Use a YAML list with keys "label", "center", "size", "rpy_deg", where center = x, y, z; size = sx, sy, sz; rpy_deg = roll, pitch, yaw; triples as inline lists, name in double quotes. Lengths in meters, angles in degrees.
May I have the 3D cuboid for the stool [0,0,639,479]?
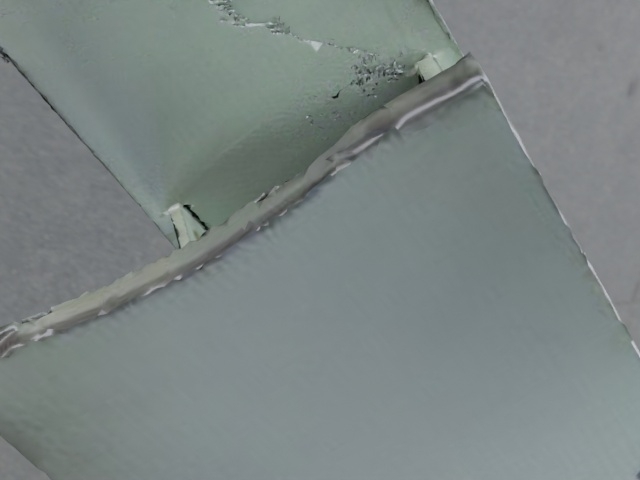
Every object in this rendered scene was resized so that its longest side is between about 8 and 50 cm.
- label: "stool"
  center: [0.000, 0.000, 0.494]
  size: [0.170, 0.243, 0.269]
  rpy_deg: [-30, 132, 8]
